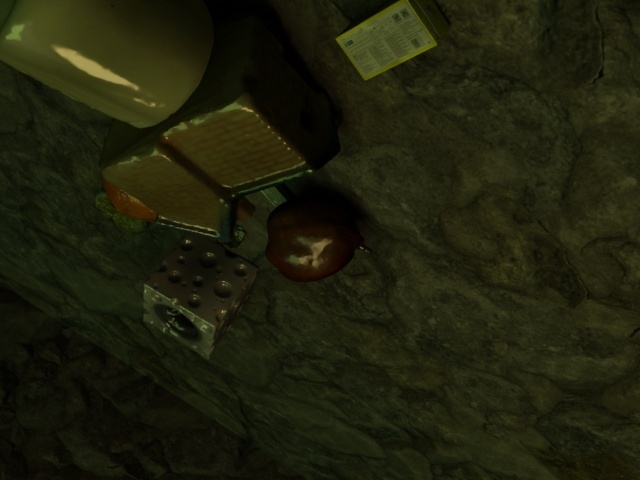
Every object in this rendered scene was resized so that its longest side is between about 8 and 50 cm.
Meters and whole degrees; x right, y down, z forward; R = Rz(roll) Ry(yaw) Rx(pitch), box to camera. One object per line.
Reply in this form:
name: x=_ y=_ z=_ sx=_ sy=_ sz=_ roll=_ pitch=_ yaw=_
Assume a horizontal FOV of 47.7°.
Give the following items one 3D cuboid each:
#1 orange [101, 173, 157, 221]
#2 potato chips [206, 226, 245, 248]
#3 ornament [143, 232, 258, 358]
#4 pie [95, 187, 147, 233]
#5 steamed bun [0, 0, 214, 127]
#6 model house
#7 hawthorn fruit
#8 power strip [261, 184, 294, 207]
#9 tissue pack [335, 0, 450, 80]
orange: x=-0.412 y=-0.162 z=1.779 sx=0.246 sy=0.246 sz=0.246 roll=23 pitch=145 yaw=17
potato chips: x=-0.310 y=-0.056 z=2.029 sx=0.220 sy=0.029 sz=0.202 roll=39 pitch=147 yaw=-2
ornament: x=-0.357 y=0.160 z=2.143 sx=0.239 sy=0.239 sz=0.239 roll=31 pitch=147 yaw=6
pie: x=-0.611 y=-0.090 z=2.226 sx=0.187 sy=0.041 sz=0.186 roll=22 pitch=145 yaw=17
steamed bun: x=-0.382 y=-0.410 z=1.250 sx=0.371 sy=0.290 sz=0.456 roll=28 pitch=-166 yaw=-43
model house: x=-0.178 y=-0.221 z=1.483 sx=0.382 sy=0.334 sz=0.343 roll=-13 pitch=144 yaw=31
hawthorn fruit: x=0.000 y=0.000 z=1.689 sx=0.248 sy=0.208 sz=0.208 roll=2 pitch=137 yaw=19
power strip: x=-0.153 y=-0.168 z=1.744 sx=0.252 sy=0.027 sz=0.060 roll=48 pitch=147 yaw=-21
tissue pack: x=0.122 y=-0.356 z=1.243 sx=0.176 sy=0.062 sz=0.095 roll=-15 pitch=121 yaw=50
